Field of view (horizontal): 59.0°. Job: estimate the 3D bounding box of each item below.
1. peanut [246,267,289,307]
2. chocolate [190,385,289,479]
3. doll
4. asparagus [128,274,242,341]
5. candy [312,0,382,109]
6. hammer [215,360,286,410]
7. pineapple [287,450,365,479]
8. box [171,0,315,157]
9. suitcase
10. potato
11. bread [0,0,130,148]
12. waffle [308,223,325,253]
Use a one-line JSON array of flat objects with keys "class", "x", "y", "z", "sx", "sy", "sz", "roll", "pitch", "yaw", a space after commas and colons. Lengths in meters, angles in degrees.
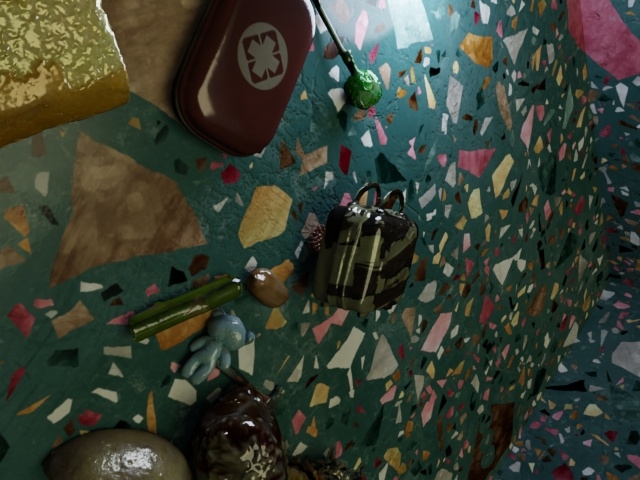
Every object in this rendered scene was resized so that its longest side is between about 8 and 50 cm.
[{"class": "peanut", "x": -0.128, "y": 0.121, "z": 1.395, "sx": 0.076, "sy": 0.076, "sz": 0.152, "roll": -58, "pitch": 140, "yaw": -15}, {"class": "chocolate", "x": -0.182, "y": 0.529, "z": 1.290, "sx": 0.225, "sy": 0.210, "sz": 0.341, "roll": -8, "pitch": 91, "yaw": -8}, {"class": "doll", "x": -0.244, "y": 0.253, "z": 1.316, "sx": 0.180, "sy": 0.120, "sz": 0.075, "roll": -52, "pitch": 174, "yaw": -8}, {"class": "asparagus", "x": -0.296, "y": 0.146, "z": 1.243, "sx": 0.277, "sy": 0.067, "sz": 0.060, "roll": -21, "pitch": 144, "yaw": -35}, {"class": "candy", "x": 0.058, "y": -0.470, "z": 1.406, "sx": 0.097, "sy": 0.097, "sz": 0.324, "roll": -49, "pitch": 124, "yaw": -23}, {"class": "hammer", "x": -0.193, "y": 0.361, "z": 1.433, "sx": 0.111, "sy": 0.033, "sz": 0.288, "roll": -54, "pitch": 132, "yaw": -20}, {"class": "pineapple", "x": -0.006, "y": 0.701, "z": 1.611, "sx": 0.271, "sy": 0.262, "sz": 0.263, "roll": -2, "pitch": 104, "yaw": -56}, {"class": "box", "x": -0.152, "y": -0.382, "z": 1.191, "sx": 0.263, "sy": 0.108, "sz": 0.404, "roll": 26, "pitch": 83, "yaw": -46}, {"class": "suitcase", "x": 0.128, "y": 0.015, "z": 1.514, "sx": 0.351, "sy": 0.193, "sz": 0.340, "roll": -1, "pitch": 104, "yaw": -63}, {"class": "potato", "x": -0.386, "y": 0.486, "z": 1.160, "sx": 0.189, "sy": 0.211, "sz": 0.264, "roll": -48, "pitch": 127, "yaw": -22}, {"class": "bread", "x": -0.492, "y": -0.259, "z": 0.852, "sx": 0.375, "sy": 0.165, "sz": 0.237, "roll": -34, "pitch": 127, "yaw": -35}, {"class": "waffle", "x": 0.000, "y": 0.000, "z": 1.514, "sx": 0.075, "sy": 0.029, "sz": 0.083, "roll": 29, "pitch": 80, "yaw": -46}]
